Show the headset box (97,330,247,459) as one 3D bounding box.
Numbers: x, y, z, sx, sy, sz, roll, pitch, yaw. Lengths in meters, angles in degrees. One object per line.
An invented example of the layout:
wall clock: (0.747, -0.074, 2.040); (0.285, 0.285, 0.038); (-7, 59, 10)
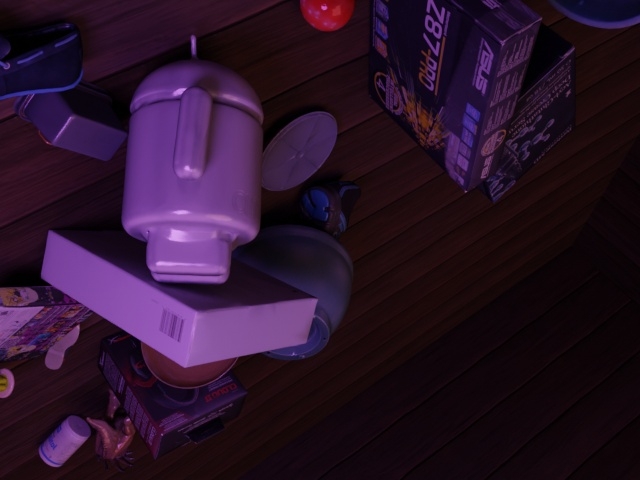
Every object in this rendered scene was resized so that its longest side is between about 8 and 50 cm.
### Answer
headset box: (-0.317, 0.315, 1.569); (0.218, 0.293, 0.110); (-19, 147, -37)

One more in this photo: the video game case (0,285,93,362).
video game case: (-0.524, 0.149, 1.244); (0.232, 0.042, 0.210); (-36, 159, 29)

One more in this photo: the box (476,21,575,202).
box: (0.423, -0.314, 1.706); (0.293, 0.212, 0.395); (-44, 155, 3)

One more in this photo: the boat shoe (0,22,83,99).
boat shoe: (-0.404, -0.224, 0.858); (0.258, 0.109, 0.089); (-35, 152, -53)

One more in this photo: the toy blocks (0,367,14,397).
toy blocks: (-0.634, 0.250, 1.251); (0.123, 0.054, 0.148); (-6, 169, 27)

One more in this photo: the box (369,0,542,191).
box: (0.216, -0.317, 1.291); (0.097, 0.318, 0.395); (-34, 154, -17)

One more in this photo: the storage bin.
storage bin: (-0.346, -0.164, 1.013); (0.098, 0.091, 0.135); (-49, 153, 14)

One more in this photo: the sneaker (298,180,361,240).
sneaker: (0.000, 0.000, 1.713); (0.140, 0.125, 0.341); (-24, 152, -42)

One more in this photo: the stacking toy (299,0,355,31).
stacking toy: (0.080, -0.465, 1.103); (0.330, 0.141, 0.141); (-49, 154, 26)

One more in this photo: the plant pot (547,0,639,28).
plant pot: (0.607, -0.639, 1.352); (0.334, 0.341, 0.341); (-41, 155, -18)

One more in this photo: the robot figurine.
robot figurine: (-0.187, -0.115, 1.071); (0.200, 0.353, 0.300); (3, 167, -11)

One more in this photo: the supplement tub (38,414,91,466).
supplement tub: (-0.597, 0.469, 1.679); (0.107, 0.071, 0.071); (-47, 154, 8)

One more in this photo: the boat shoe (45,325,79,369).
boat shoe: (-0.504, 0.194, 1.413); (0.137, 0.049, 0.043); (-59, -168, 28)

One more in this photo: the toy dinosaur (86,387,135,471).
toy dinosaur: (-0.484, 0.462, 1.688); (0.200, 0.127, 0.295); (-59, 175, -4)

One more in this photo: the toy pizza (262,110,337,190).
toy pizza: (-0.050, -0.184, 1.459); (0.201, 0.032, 0.201); (-33, 153, -19)

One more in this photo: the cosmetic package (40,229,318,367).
cosmetic package: (-0.239, 0.080, 1.214); (0.284, 0.377, 0.097); (-4, 111, -52)

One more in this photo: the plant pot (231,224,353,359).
plant pot: (-0.067, 0.137, 1.589); (0.293, 0.196, 0.293); (-1, 132, -1)

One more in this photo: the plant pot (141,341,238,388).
plant pot: (-0.265, 0.199, 1.524); (0.236, 0.236, 0.032); (-39, 155, -5)
